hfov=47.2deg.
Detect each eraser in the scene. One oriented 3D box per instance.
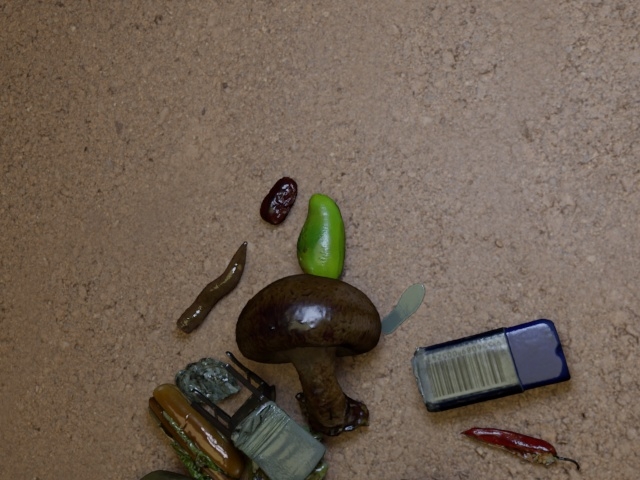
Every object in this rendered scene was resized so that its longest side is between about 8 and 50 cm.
[{"bbox_3d":[0.381,0.281,1.665,0.332,0.101,0.154,-18,79,16],"label":"eraser"}]

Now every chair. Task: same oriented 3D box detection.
[{"bbox_3d":[-0.152,0.437,1.786,0.319,0.186,0.160,42,86,-8],"label":"chair"}]

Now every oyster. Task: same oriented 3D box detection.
[{"bbox_3d":[-0.297,0.368,1.913,0.177,0.064,0.124,-20,84,17],"label":"oyster"}]

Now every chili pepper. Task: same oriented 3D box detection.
[{"bbox_3d":[0.450,0.462,1.656,0.268,0.059,0.050,12,52,22],"label":"chili pepper"}]

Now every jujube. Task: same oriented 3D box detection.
[{"bbox_3d":[-0.107,-0.103,1.877,0.077,0.077,0.129,27,90,19],"label":"jujube"}]

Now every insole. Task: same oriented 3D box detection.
[{"bbox_3d":[0.200,0.167,1.786,0.053,0.002,0.152,46,101,16],"label":"insole"}]

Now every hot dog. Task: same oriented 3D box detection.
[{"bbox_3d":[-0.321,0.510,1.874,0.337,0.100,0.135,42,129,16],"label":"hot dog"}]

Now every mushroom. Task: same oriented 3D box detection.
[{"bbox_3d":[-0.040,0.257,1.710,0.331,0.334,0.356,12,80,20],"label":"mushroom"}]

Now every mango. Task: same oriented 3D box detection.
[{"bbox_3d":[0.000,0.000,1.812,0.125,0.111,0.232,-6,86,12],"label":"mango"}]

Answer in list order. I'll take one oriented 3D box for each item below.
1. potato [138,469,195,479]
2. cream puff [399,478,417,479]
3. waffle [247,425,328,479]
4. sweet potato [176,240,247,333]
[{"bbox_3d":[-0.410,0.721,1.840,0.243,0.221,0.326,41,112,26],"label":"potato"},{"bbox_3d":[0.213,0.654,1.630,0.257,0.291,0.324,42,117,47],"label":"cream puff"},{"bbox_3d":[-0.085,0.551,1.801,0.224,0.054,0.204,-3,66,24],"label":"waffle"},{"bbox_3d":[-0.268,0.127,1.922,0.059,0.067,0.281,41,95,-20],"label":"sweet potato"}]
